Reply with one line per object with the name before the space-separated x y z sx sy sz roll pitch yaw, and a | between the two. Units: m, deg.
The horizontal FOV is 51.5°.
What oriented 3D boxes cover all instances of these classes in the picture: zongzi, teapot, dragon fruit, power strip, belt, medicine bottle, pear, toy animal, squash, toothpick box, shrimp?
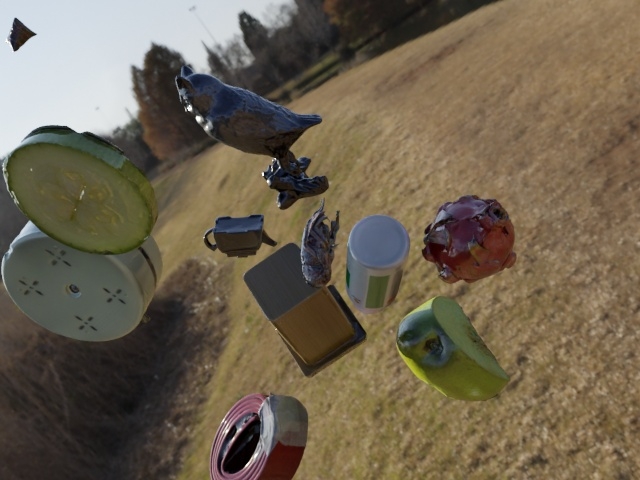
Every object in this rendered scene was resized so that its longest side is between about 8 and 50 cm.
zongzi | -0.810 -0.537 1.759 0.073 0.067 0.083 16 76 40
teapot | -0.195 -0.001 1.621 0.177 0.096 0.087 -4 29 0
dragon fruit | 0.221 -0.001 0.959 0.136 0.133 0.166 -47 -1 -26
power strip | -0.548 0.078 1.577 0.358 0.357 0.161 -29 27 27
belt | -0.151 0.516 1.667 0.324 0.115 0.227 -52 43 26
medicine bottle | 0.087 0.051 1.073 0.095 0.095 0.260 -40 -19 -16
pear | 0.291 0.269 1.608 0.159 0.292 0.292 -44 11 18
toy animal | -0.075 -0.145 0.802 0.117 0.210 0.121 -38 29 13
squash | -0.336 -0.059 0.939 0.219 0.219 0.041 -27 29 35
toothpick box | -0.039 0.159 1.561 0.190 0.308 0.187 -33 56 -3
shrimp | -0.001 0.000 1.302 0.073 0.074 0.190 2 62 5
